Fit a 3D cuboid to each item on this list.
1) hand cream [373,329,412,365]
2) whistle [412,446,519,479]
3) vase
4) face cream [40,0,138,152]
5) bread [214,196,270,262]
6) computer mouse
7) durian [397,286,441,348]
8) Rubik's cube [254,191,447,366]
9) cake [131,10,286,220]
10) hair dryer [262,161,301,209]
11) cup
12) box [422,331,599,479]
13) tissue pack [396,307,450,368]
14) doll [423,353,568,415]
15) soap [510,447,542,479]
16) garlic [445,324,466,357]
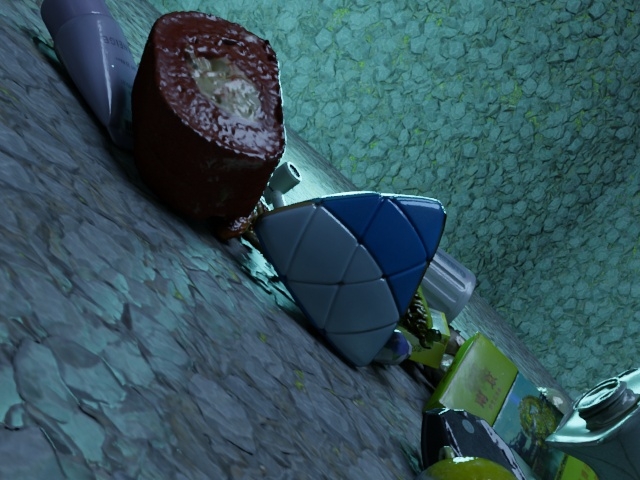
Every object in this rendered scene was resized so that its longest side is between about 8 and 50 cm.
[{"bbox_3d":[0.080,0.149,1.218,0.142,0.053,0.084,21,24,-45],"label":"hand cream"},{"bbox_3d":[0.124,0.270,0.694,0.123,0.123,0.223,37,29,-39],"label":"whistle"},{"bbox_3d":[0.485,0.388,1.107,0.445,0.250,0.250,57,10,3],"label":"vase"},{"bbox_3d":[-0.291,-0.221,1.148,0.273,0.096,0.154,61,11,16],"label":"face cream"},{"bbox_3d":[-0.131,-0.088,1.189,0.139,0.095,0.269,21,28,-51],"label":"bread"},{"bbox_3d":[0.178,0.286,0.940,0.126,0.071,0.231,15,36,-46],"label":"computer mouse"},{"bbox_3d":[0.077,0.055,1.268,0.132,0.106,0.375,40,-3,-37],"label":"durian"},{"bbox_3d":[0.000,0.000,1.133,0.254,0.254,0.254,43,9,-8],"label":"Rubik's cube"},{"bbox_3d":[-0.147,-0.163,1.071,0.177,0.151,0.283,11,49,-19],"label":"cake"},{"bbox_3d":[-0.067,-0.069,1.476,0.047,0.082,0.137,37,27,-43],"label":"hair dryer"},{"bbox_3d":[0.173,0.073,1.602,0.202,0.167,0.221,40,8,-12],"label":"cup"},{"bbox_3d":[0.313,0.308,1.251,0.335,0.047,0.187,44,40,1],"label":"box"},{"bbox_3d":[0.157,0.150,1.398,0.095,0.062,0.176,19,9,1],"label":"tissue pack"},{"bbox_3d":[0.301,0.266,1.404,0.278,0.149,0.175,32,37,-10],"label":"doll"},{"bbox_3d":[0.283,0.363,1.063,0.198,0.066,0.119,48,11,18],"label":"soap"},{"bbox_3d":[0.229,0.207,1.536,0.084,0.066,0.152,49,-15,6],"label":"garlic"}]
